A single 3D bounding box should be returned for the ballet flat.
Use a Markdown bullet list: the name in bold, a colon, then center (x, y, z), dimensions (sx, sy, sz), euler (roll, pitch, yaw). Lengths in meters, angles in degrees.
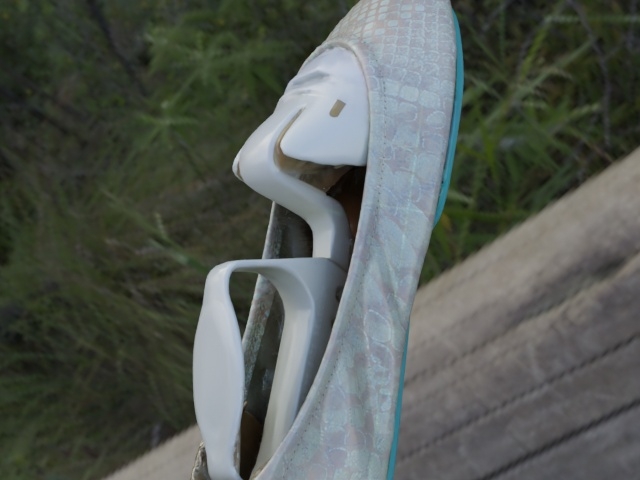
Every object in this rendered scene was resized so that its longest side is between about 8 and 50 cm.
- **ballet flat**: center (0.000, 0.000, 0.354), dimensions (0.057, 0.052, 0.168), euler (-18, 58, 53)
